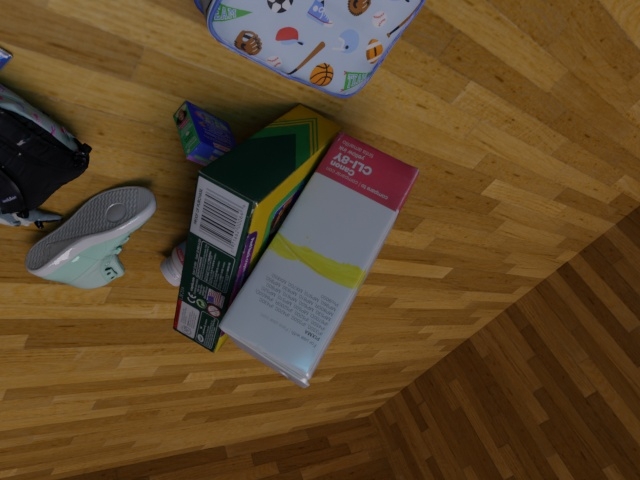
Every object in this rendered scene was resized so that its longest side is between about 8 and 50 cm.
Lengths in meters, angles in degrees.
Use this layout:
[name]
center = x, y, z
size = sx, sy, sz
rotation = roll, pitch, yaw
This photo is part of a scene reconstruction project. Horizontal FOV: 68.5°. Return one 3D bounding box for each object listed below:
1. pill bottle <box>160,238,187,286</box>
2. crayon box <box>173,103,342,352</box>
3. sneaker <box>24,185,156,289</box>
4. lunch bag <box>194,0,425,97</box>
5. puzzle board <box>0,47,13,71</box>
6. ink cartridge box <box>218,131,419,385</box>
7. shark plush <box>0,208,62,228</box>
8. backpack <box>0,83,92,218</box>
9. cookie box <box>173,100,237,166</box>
[pill bottle]
center = -0.260, 0.031, 1.012
size = 0.160, 0.087, 0.087
rotation = -32, 146, 7
[crayon box]
center = -0.114, -0.024, 0.851
size = 0.313, 0.106, 0.363
rotation = -53, 169, -50
[sneaker]
center = -0.393, 0.000, 0.884
size = 0.256, 0.094, 0.151
rotation = -31, 153, 3
[lunch bag]
center = -0.001, -0.349, 0.655
size = 0.303, 0.115, 0.243
rotation = 8, 131, -40
[puzzle board]
center = -0.471, -0.235, 0.577
size = 0.096, 0.011, 0.128
rotation = -38, 146, 14
[ink cartridge box]
center = 0.000, 0.049, 0.843
size = 0.384, 0.160, 0.279
rotation = -60, 173, -18
[shark plush]
center = -0.497, -0.055, 0.769
size = 0.161, 0.073, 0.067
rotation = 28, 89, -46
[backpack]
center = -0.432, -0.132, 0.642
size = 0.152, 0.115, 0.182
rotation = -46, 158, -8
[cookie box]
center = -0.185, -0.167, 0.776
size = 0.040, 0.107, 0.092
rotation = -43, 143, 23
